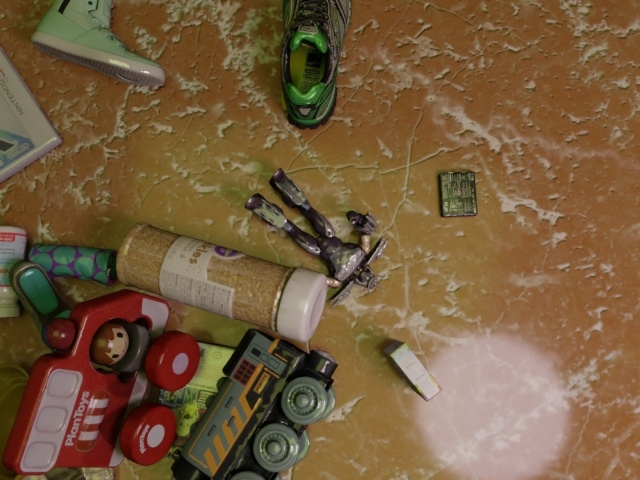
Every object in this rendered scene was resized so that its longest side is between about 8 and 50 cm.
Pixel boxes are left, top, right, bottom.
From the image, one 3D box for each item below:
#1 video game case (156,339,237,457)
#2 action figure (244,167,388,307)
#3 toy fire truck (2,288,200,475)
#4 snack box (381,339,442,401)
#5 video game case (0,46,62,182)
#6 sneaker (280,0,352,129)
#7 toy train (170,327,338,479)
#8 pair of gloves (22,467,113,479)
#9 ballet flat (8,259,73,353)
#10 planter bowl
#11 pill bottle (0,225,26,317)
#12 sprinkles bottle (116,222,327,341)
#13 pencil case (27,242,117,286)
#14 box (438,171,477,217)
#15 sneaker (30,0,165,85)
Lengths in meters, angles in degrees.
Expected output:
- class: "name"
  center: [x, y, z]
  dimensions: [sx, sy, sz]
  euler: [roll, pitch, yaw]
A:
- class: "video game case"
  center: [-0.175, 0.295, 1.255]
  dimensions: [0.232, 0.042, 0.210]
  euler: [10, 84, 0]
- class: "action figure"
  center: [0.000, 0.000, 1.266]
  dimensions: [0.285, 0.099, 0.185]
  euler: [40, 79, 0]
- class: "toy fire truck"
  center: [-0.354, 0.225, 1.131]
  dimensions: [0.169, 0.254, 0.302]
  euler: [12, 82, 32]
- class: "snack box"
  center: [0.157, 0.223, 1.219]
  dimensions: [0.037, 0.141, 0.100]
  euler: [-37, 85, -4]
- class: "video game case"
  center: [-0.701, -0.217, 1.306]
  dimensions: [0.329, 0.036, 0.300]
  euler: [-34, 85, -4]
- class: "sneaker"
  center: [-0.006, -0.387, 1.284]
  dimensions: [0.134, 0.146, 0.344]
  euler: [1, 83, -1]
- class: "toy train"
  center: [-0.110, 0.309, 1.172]
  dimensions: [0.190, 0.142, 0.334]
  euler: [31, 86, 14]
- class: "pair of gloves"
  center: [-0.442, 0.489, 1.229]
  dimensions: [0.204, 0.042, 0.240]
  euler: [-23, 86, -7]
- class: "ballet flat"
  center: [-0.482, 0.125, 1.247]
  dimensions: [0.072, 0.068, 0.213]
  euler: [-35, 120, -29]
- class: "planter bowl"
  center: [-0.517, 0.326, 1.202]
  dimensions: [0.217, 0.090, 0.217]
  euler: [-11, 69, 31]
- class: "pill bottle"
  center: [-0.571, 0.058, 1.251]
  dimensions: [0.087, 0.087, 0.160]
  euler: [-3, 84, -1]
- class: "sprinkles bottle"
  center: [-0.171, 0.069, 1.206]
  dimensions: [0.355, 0.121, 0.121]
  euler: [15, 83, 13]
- class: "pencil case"
  center: [-0.445, 0.045, 1.267]
  dimensions: [0.151, 0.064, 0.070]
  euler: [5, 87, 0]
- class: "box"
  center: [0.259, -0.087, 1.318]
  dimensions: [0.067, 0.018, 0.083]
  euler: [-3, 84, -1]
- class: "sneaker"
  center: [-0.392, -0.390, 1.303]
  dimensions: [0.255, 0.094, 0.151]
  euler: [20, 81, 0]
